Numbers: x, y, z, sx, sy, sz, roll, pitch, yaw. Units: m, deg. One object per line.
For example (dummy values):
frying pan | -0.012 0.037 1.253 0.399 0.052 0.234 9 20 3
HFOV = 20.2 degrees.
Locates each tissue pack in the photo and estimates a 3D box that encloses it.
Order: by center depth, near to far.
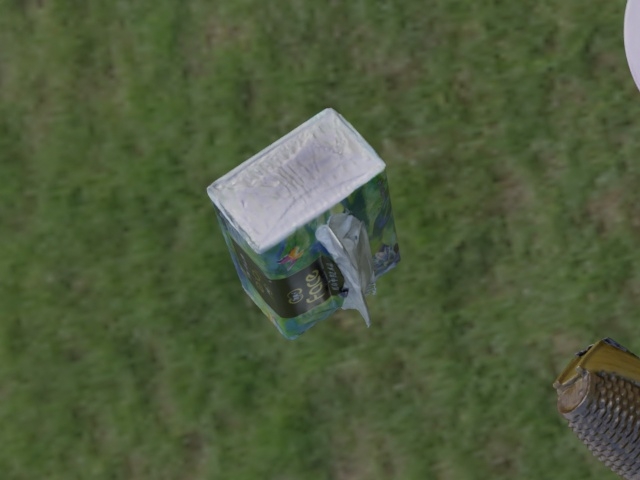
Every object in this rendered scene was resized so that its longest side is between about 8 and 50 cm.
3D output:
tissue pack | 0.000 0.000 0.971 0.079 0.085 0.111 50 167 26

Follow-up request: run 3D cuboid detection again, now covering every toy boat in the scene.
toy boat | 0.161 0.101 0.789 0.149 0.049 0.047 39 125 -13

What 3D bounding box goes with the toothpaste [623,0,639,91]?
toothpaste | 0.210 -0.061 0.583 0.100 0.323 0.066 29 111 37
